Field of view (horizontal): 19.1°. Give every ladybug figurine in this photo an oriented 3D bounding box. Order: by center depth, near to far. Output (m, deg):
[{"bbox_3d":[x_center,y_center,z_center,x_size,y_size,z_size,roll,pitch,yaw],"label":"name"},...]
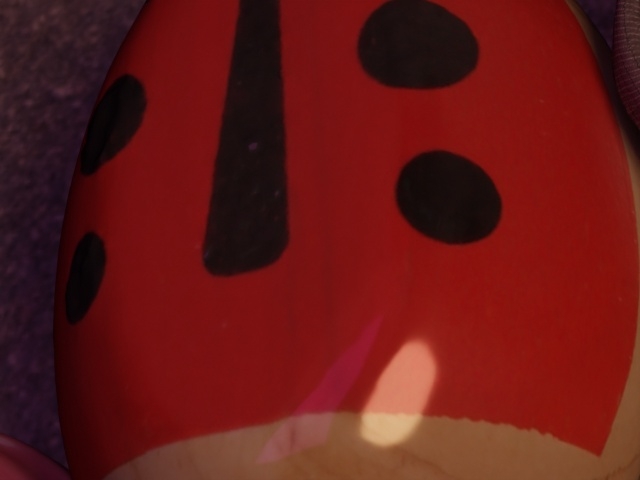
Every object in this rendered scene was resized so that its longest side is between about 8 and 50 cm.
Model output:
[{"bbox_3d":[0.000,0.000,0.888,0.305,0.162,0.449,-15,56,19],"label":"ladybug figurine"}]

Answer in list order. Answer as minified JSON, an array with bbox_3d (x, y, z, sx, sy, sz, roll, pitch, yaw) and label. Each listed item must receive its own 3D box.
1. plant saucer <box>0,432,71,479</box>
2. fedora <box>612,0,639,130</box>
[{"bbox_3d":[-0.239,0.235,0.924,0.332,0.084,0.332,-12,58,20],"label":"plant saucer"},{"bbox_3d":[0.270,-0.109,0.837,0.275,0.124,0.243,-35,49,15],"label":"fedora"}]
